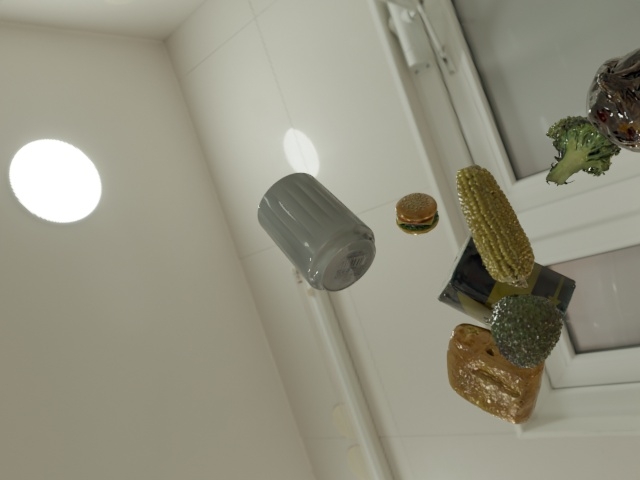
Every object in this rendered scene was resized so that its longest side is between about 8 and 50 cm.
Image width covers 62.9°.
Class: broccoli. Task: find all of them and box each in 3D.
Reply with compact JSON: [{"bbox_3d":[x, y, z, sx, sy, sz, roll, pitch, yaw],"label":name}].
[{"bbox_3d":[0.931,-0.338,1.903,0.242,0.273,0.180,30,-141,3],"label":"broccoli"}]

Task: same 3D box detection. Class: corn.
[{"bbox_3d":[0.451,-0.035,1.356,0.130,0.130,0.346,-19,-95,-50],"label":"corn"}]

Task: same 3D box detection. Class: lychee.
[{"bbox_3d":[0.459,0.201,1.172,0.171,0.171,0.171,22,-121,-42],"label":"lychee"}]

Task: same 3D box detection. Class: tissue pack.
[{"bbox_3d":[0.684,0.187,1.951,0.417,0.264,0.253,26,-108,10],"label":"tissue pack"}]

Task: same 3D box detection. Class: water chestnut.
[{"bbox_3d":[0.822,-0.363,1.351,0.289,0.244,0.289,0,-90,-79],"label":"water chestnut"}]

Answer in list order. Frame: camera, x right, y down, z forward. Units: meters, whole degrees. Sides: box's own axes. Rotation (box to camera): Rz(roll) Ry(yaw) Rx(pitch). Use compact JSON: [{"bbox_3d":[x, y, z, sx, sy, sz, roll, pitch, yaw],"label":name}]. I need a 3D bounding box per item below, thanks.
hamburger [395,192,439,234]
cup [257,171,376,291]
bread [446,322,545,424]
[{"bbox_3d":[0.342,-0.096,1.850,0.115,0.162,0.162,79,-152,-42],"label":"hamburger"},{"bbox_3d":[0.000,0.000,1.598,0.327,0.237,0.322,46,169,34],"label":"cup"},{"bbox_3d":[0.579,0.464,1.796,0.148,0.328,0.337,-41,-39,-39],"label":"bread"}]
